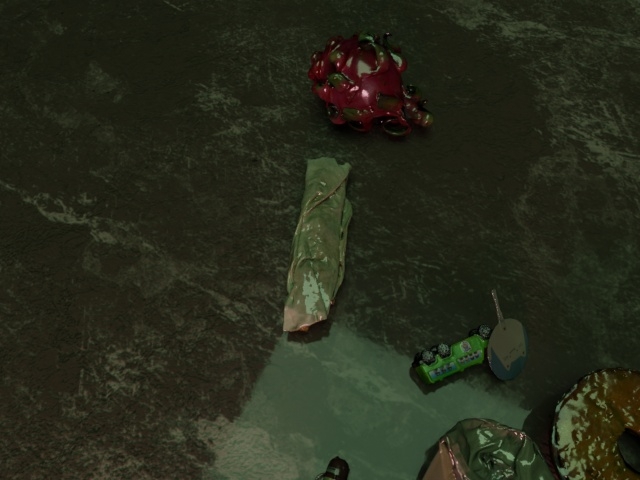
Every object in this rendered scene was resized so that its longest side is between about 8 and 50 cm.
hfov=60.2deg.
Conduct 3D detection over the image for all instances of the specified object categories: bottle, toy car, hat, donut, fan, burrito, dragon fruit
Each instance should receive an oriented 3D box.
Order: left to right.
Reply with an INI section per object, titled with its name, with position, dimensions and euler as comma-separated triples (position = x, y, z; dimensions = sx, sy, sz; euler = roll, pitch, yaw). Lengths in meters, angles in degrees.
[burrito]
position = 0.000, 0.000, 1.125
dimensions = 0.117, 0.076, 0.392
euler = 6, 64, 6
[bottle]
position = 0.022, 0.420, 0.935
dimensions = 0.063, 0.047, 0.101
euler = 28, 61, -13
[dragon fruit]
position = 0.107, -0.341, 1.237
dimensions = 0.218, 0.273, 0.198
euler = -48, 26, -13
[toy car]
position = 0.250, 0.209, 1.010
dimensions = 0.165, 0.071, 0.062
euler = -21, 75, -9
[hat]
position = 0.261, 0.428, 0.905
dimensions = 0.214, 0.149, 0.244
euler = 34, 107, 18
[fan]
position = 0.332, 0.167, 0.997
dimensions = 0.113, 0.005, 0.175
euler = -25, 103, -31
[donut]
position = 0.502, 0.352, 0.907
dimensions = 0.272, 0.107, 0.272
euler = -1, 69, 4
